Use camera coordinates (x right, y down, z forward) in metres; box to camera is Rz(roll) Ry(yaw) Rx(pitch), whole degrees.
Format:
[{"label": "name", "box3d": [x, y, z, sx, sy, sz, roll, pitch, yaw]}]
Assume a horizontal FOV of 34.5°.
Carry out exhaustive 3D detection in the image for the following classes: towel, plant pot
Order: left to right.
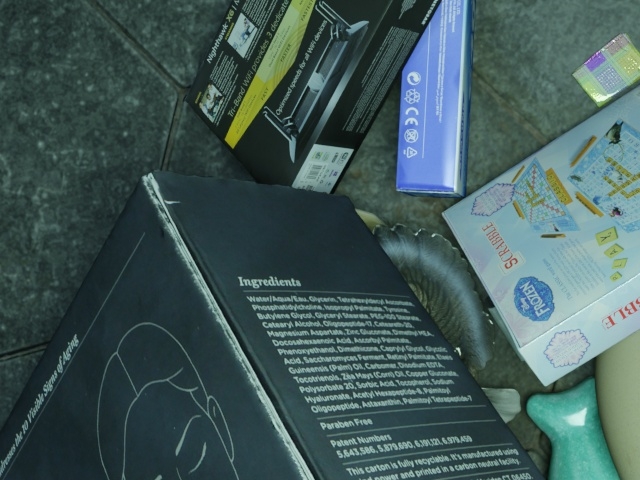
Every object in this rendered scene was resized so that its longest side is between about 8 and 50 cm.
[{"label": "towel", "box3d": [0.366, -0.214, 1.291, 0.083, 0.009, 0.060, -39, 83, 11]}, {"label": "plant pot", "box3d": [0.420, 0.199, 1.119, 0.284, 0.284, 0.191, 18, 80, 12]}]

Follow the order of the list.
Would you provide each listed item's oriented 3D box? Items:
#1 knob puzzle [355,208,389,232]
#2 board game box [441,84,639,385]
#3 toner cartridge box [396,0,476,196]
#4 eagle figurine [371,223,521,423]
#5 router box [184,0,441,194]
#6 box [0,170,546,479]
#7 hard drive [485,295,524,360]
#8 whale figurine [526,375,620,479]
[{"label": "knob puzzle", "box3d": [0.000, 0.000, 1.299, 0.213, 0.213, 0.030, -19, 62, 12]}, {"label": "board game box", "box3d": [0.320, -0.027, 1.151, 0.318, 0.318, 0.066, -33, 117, 9]}, {"label": "toner cartridge box", "box3d": [0.147, -0.228, 1.261, 0.075, 0.165, 0.347, 3, 91, 13]}, {"label": "eagle figurine", "box3d": [0.103, 0.145, 1.246, 0.226, 0.225, 0.298, -24, 75, -3]}, {"label": "router box", "box3d": [-0.020, -0.228, 1.249, 0.243, 0.081, 0.309, 49, 121, 34]}, {"label": "box", "box3d": [-0.081, 0.267, 1.059, 0.480, 0.297, 0.471, -55, 52, 29]}, {"label": "hard drive", "box3d": [0.266, 0.091, 1.257, 0.094, 0.135, 0.022, -27, 48, 11]}, {"label": "whale figurine", "box3d": [0.334, 0.305, 1.229, 0.216, 0.141, 0.272, -18, 83, 13]}]
